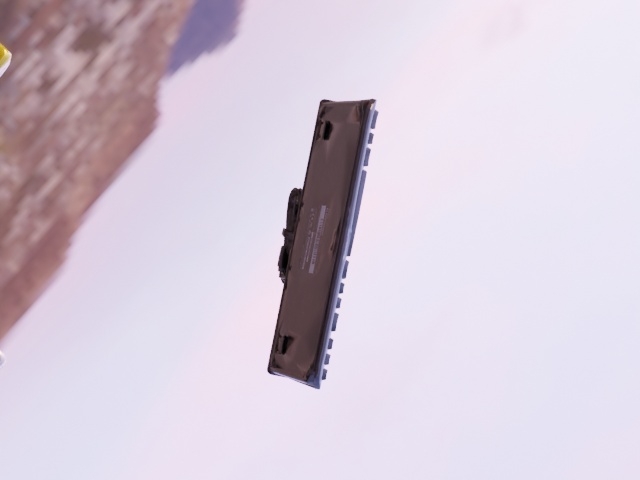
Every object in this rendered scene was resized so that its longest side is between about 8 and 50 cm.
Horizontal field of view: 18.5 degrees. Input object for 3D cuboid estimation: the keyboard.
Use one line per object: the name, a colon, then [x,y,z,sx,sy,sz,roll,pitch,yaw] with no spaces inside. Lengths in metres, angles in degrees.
keyboard: [0.000,0.000,1.241,0.108,0.023,0.180,-172,-86,-68]

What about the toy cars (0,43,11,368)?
toy cars: [-0.299,0.014,1.380,0.087,0.176,0.394,-56,149,-81]
